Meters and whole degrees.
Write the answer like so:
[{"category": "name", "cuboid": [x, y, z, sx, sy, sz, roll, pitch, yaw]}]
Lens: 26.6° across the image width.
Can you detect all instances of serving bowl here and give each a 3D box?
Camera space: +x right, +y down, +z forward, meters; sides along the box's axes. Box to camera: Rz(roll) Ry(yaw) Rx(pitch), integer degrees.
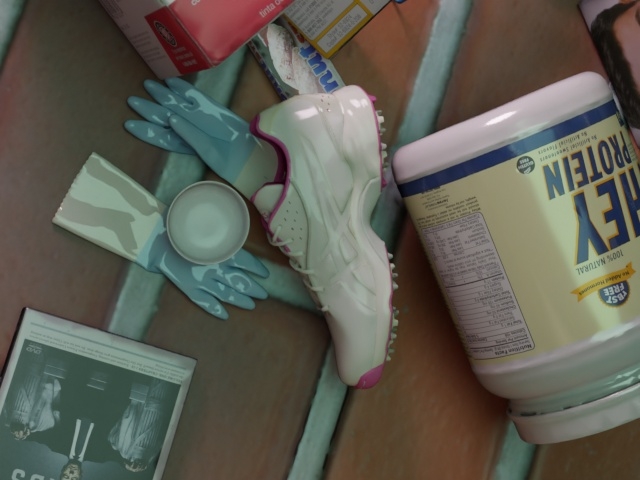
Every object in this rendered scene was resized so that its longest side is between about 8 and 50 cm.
[{"category": "serving bowl", "cuboid": [-0.113, -0.019, 1.339, 0.083, 0.027, 0.083, -2, 97, -15]}]

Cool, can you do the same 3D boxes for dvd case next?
[{"category": "dvd case", "cuboid": [-0.238, 0.204, 1.311, 0.179, 0.029, 0.238, 19, 80, -15]}]

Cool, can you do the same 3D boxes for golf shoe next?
[{"category": "golf shoe", "cuboid": [0.000, 0.000, 1.361, 0.140, 0.115, 0.306, -5, 89, -14]}]

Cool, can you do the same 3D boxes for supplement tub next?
[{"category": "supplement tub", "cuboid": [0.233, 0.017, 1.370, 0.235, 0.235, 0.324, -24, 93, -18]}]

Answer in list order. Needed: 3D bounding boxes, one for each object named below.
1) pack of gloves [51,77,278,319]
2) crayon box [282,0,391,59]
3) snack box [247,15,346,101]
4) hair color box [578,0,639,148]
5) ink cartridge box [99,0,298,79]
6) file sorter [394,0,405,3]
[{"category": "pack of gloves", "cuboid": [-0.119, -0.045, 1.362, 0.232, 0.046, 0.195, 32, 76, -13]}, {"category": "crayon box", "cuboid": [-0.033, -0.361, 1.323, 0.323, 0.203, 0.083, 44, 45, -8]}, {"category": "snack box", "cuboid": [-0.023, -0.180, 1.415, 0.064, 0.022, 0.178, -34, 96, -19]}, {"category": "hair color box", "cuboid": [0.433, -0.221, 1.380, 0.114, 0.374, 0.185, -24, 93, -19]}, {"category": "ink cartridge box", "cuboid": [-0.171, -0.306, 1.237, 0.131, 0.226, 0.306, -39, 106, -11]}, {"category": "file sorter", "cuboid": [0.135, -0.344, 1.437, 0.170, 0.104, 0.118, -31, 96, -17]}]
